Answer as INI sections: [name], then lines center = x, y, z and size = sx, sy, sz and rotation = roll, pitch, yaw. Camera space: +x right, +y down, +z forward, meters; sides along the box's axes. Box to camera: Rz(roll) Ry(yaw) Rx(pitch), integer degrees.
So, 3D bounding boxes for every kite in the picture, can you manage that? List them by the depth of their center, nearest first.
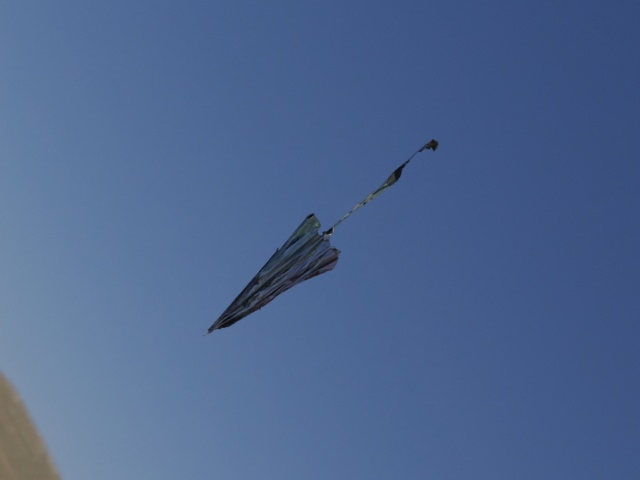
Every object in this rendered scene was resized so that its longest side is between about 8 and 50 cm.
[kite]
center = 0.000, 0.000, 0.664
size = 0.011, 0.156, 0.139
rotation = 49, 0, -13
